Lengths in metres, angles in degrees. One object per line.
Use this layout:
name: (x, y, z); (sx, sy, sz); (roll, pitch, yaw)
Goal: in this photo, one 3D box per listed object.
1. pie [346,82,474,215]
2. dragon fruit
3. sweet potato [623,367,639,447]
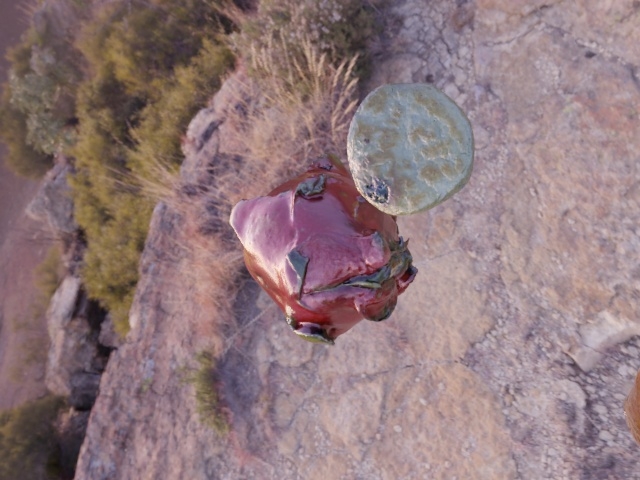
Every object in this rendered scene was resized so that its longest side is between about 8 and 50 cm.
pie: (0.052, -0.058, 0.349); (0.085, 0.017, 0.085); (-1, 87, 26)
dragon fruit: (0.022, 0.002, 0.654); (0.200, 0.269, 0.199); (9, 100, 22)
sweet potato: (0.422, 0.222, 0.662); (0.109, 0.385, 0.109); (-21, 49, 26)
